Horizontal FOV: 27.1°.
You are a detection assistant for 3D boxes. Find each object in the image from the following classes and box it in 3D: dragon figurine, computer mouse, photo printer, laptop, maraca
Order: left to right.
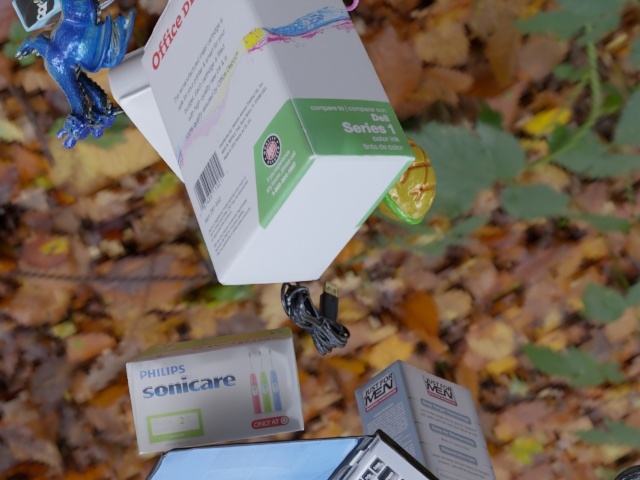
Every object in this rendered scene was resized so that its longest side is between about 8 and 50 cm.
[{"bbox_3d":[-0.290,-0.262,1.674,0.289,0.144,0.085,-65,172,19],"label":"dragon figurine"},{"bbox_3d":[-0.127,-0.231,2.010,0.307,0.107,0.256,-23,141,10],"label":"photo printer"},{"bbox_3d":[-0.026,0.417,1.508,0.236,0.408,0.382,-40,166,-51],"label":"laptop"},{"bbox_3d":[0.000,0.000,1.535,0.060,0.262,0.184,-13,148,13],"label":"computer mouse"},{"bbox_3d":[0.096,-0.105,1.845,0.099,0.185,0.127,-23,-155,27],"label":"maraca"}]

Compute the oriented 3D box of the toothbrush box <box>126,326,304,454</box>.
[{"bbox_3d":[-0.131,0.190,1.742,0.206,0.122,0.283,-8,178,-2],"label":"toothbrush box"}]

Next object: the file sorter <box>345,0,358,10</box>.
[{"bbox_3d":[0.053,-0.489,1.981,0.291,0.202,0.182,-43,127,-29],"label":"file sorter"}]

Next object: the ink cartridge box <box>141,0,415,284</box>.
[{"bbox_3d":[-0.050,-0.128,1.248,0.117,0.278,0.201,-2,147,-34],"label":"ink cartridge box"}]

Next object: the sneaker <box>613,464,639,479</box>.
[{"bbox_3d":[0.440,0.416,1.970,0.051,0.089,0.170,24,121,-33],"label":"sneaker"}]

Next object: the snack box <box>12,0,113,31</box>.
[{"bbox_3d":[-0.323,-0.443,2.097,0.322,0.060,0.187,-26,-176,40],"label":"snack box"}]

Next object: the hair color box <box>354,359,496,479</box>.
[{"bbox_3d":[0.190,0.396,2.155,0.185,0.374,0.113,25,128,-38],"label":"hair color box"}]
